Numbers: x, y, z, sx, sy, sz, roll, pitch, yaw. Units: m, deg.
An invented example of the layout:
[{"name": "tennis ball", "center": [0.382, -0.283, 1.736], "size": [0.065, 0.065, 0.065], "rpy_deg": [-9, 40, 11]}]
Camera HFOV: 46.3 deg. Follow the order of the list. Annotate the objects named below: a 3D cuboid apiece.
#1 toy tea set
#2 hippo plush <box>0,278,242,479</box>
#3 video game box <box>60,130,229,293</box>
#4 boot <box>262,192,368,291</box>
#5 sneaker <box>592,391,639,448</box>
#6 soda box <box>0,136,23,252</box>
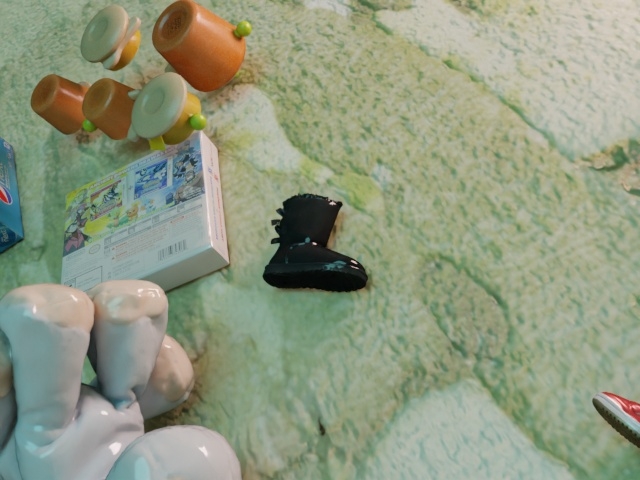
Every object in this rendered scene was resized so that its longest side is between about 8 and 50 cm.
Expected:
[{"name": "toy tea set", "center": [-0.235, -0.207, 0.999], "size": [0.336, 0.124, 0.200], "rpy_deg": [11, 77, 38]}, {"name": "hippo plush", "center": [-0.203, 0.190, 0.620], "size": [0.294, 0.234, 0.236], "rpy_deg": [-43, 48, -4]}, {"name": "video game box", "center": [-0.212, -0.016, 0.887], "size": [0.205, 0.048, 0.187], "rpy_deg": [-22, 53, 14]}, {"name": "boot", "center": [0.001, 0.000, 0.763], "size": [0.121, 0.045, 0.099], "rpy_deg": [0, 56, 29]}, {"name": "sneaker", "center": [0.260, 0.128, 0.531], "size": [0.118, 0.042, 0.067], "rpy_deg": [34, 83, 32]}, {"name": "soda box", "center": [-0.477, -0.074, 1.056], "size": [0.067, 0.071, 0.210], "rpy_deg": [-32, 49, 6]}]
